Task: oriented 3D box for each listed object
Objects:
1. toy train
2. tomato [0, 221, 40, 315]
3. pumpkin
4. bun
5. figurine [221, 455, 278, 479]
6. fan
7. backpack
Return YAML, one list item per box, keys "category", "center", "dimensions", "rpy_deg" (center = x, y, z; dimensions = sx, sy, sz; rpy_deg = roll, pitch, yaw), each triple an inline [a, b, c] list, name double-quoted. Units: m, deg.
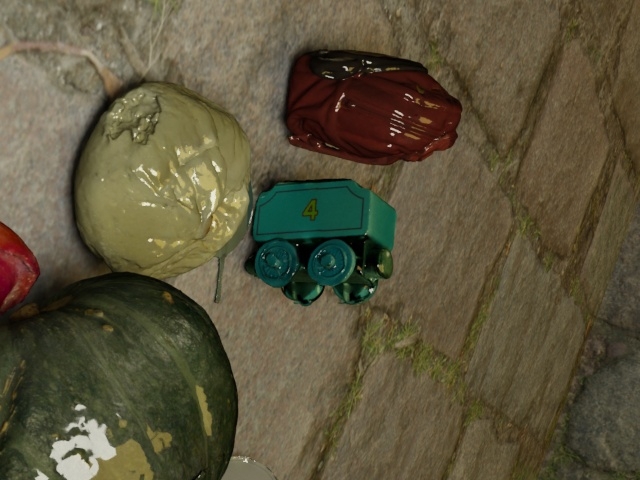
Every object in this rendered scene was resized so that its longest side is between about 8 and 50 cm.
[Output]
- category: "toy train"
  center: [0.000, 0.000, 1.394]
  dimensions: [0.107, 0.198, 0.154]
  rpy_deg: [34, 60, -58]
- category: "tomato"
  center: [-0.340, 0.025, 0.914]
  dimensions: [0.189, 0.099, 0.173]
  rpy_deg: [-29, 162, 1]
- category: "pumpkin"
  center: [-0.233, 0.185, 1.002]
  dimensions: [0.328, 0.291, 0.257]
  rpy_deg: [-31, 94, -33]
- category: "bun"
  center: [-0.155, -0.052, 1.146]
  dimensions: [0.220, 0.134, 0.220]
  rpy_deg: [-41, 142, -44]
- category: "figurine"
  center: [-0.135, 0.425, 1.449]
  dimensions: [0.250, 0.167, 0.141]
  rpy_deg: [-61, 174, -46]
- category: "fan"
  center: [-0.120, -0.004, 1.362]
  dimensions: [0.113, 0.005, 0.175]
  rpy_deg: [-16, 118, -57]
- category: "backpack"
  center: [0.075, -0.167, 1.399]
  dimensions: [0.229, 0.229, 0.138]
  rpy_deg: [-10, 116, -58]
